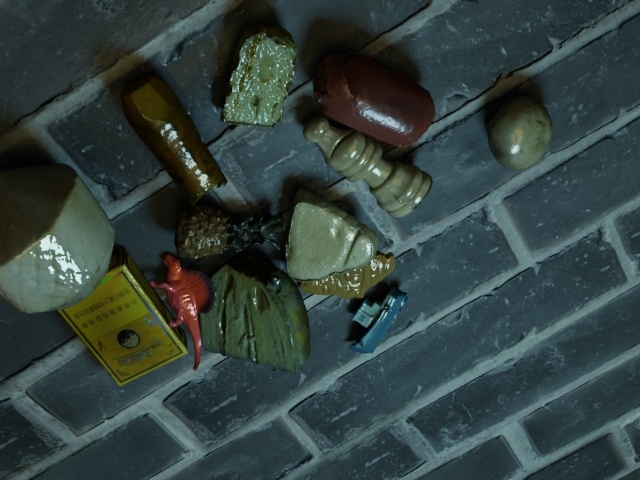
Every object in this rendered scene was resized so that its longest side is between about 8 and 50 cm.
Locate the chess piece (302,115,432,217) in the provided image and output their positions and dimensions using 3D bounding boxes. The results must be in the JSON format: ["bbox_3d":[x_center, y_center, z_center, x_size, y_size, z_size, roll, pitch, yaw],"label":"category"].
[{"bbox_3d":[0.088,-0.175,1.802,0.307,0.139,0.124,31,92,-22],"label":"chess piece"}]

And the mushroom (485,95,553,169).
[{"bbox_3d":[0.448,-0.245,1.836,0.166,0.127,0.166,-19,125,-30],"label":"mushroom"}]

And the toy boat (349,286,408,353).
[{"bbox_3d":[0.133,0.198,2.068,0.102,0.088,0.215,33,114,8],"label":"toy boat"}]

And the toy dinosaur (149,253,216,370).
[{"bbox_3d":[-0.289,0.158,1.891,0.138,0.070,0.286,-18,100,19],"label":"toy dinosaur"}]

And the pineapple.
[{"bbox_3d":[-0.203,-0.022,1.821,0.248,0.128,0.128,0,121,-19],"label":"pineapple"}]

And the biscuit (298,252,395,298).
[{"bbox_3d":[0.067,0.083,2.003,0.250,0.035,0.162,-16,119,-2],"label":"biscuit"}]

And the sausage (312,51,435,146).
[{"bbox_3d":[0.113,-0.296,1.707,0.279,0.152,0.152,22,114,-24],"label":"sausage"}]

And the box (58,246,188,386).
[{"bbox_3d":[-0.467,0.184,1.902,0.192,0.084,0.301,-26,123,4],"label":"box"}]

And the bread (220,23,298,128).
[{"bbox_3d":[-0.123,-0.335,1.668,0.128,0.088,0.232,13,124,-10],"label":"bread"}]

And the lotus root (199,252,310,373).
[{"bbox_3d":[-0.153,0.146,1.907,0.267,0.149,0.260,9,119,26],"label":"lotus root"}]

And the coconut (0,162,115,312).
[{"bbox_3d":[-0.577,-0.023,1.633,0.328,0.329,0.329,-6,122,-10],"label":"coconut"}]

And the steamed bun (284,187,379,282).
[{"bbox_3d":[0.029,-0.003,1.889,0.212,0.110,0.231,14,123,5],"label":"steamed bun"}]

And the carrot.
[{"bbox_3d":[-0.303,-0.203,1.689,0.114,0.114,0.302,-28,124,5],"label":"carrot"}]
